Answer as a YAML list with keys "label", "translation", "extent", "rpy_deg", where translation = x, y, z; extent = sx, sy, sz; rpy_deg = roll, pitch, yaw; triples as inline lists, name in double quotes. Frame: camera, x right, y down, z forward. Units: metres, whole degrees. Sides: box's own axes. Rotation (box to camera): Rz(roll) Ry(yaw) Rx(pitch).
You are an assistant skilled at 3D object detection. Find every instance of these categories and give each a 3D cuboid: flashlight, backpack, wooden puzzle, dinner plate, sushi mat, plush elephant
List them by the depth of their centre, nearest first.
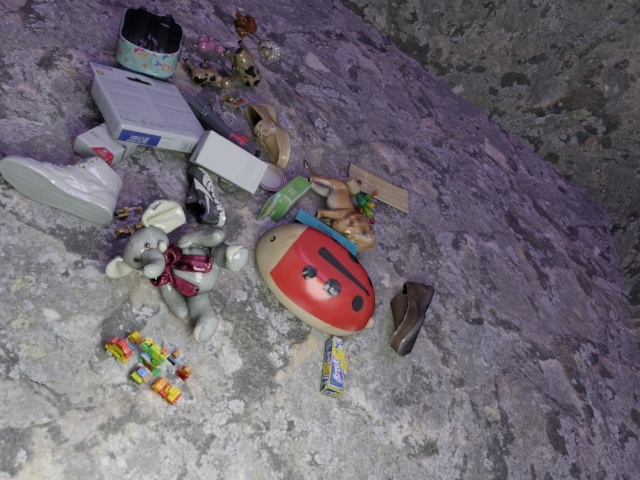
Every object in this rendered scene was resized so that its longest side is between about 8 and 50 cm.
- label: "plush elephant"
  translation: [-0.384, 0.052, 1.280]
  extent: [0.255, 0.272, 0.330]
  rpy_deg: [18, 16, -42]
- label: "backpack"
  translation: [-0.605, -0.680, 1.765]
  extent: [0.224, 0.191, 0.254]
  rpy_deg: [11, 40, -23]
- label: "flashlight"
  translation: [-0.349, -0.393, 1.800]
  extent: [0.304, 0.103, 0.103]
  rpy_deg: [44, 46, 9]
- label: "dinner plate"
  translation: [-0.190, -0.233, 1.838]
  extent: [0.141, 0.017, 0.141]
  rpy_deg: [21, 46, -23]
- label: "wooden puzzle"
  translation: [-0.335, -0.545, 1.956]
  extent: [0.116, 0.014, 0.079]
  rpy_deg: [20, 44, 16]
- label: "sushi mat"
  translation: [0.252, -0.228, 2.167]
  extent: [0.316, 0.019, 0.152]
  rpy_deg: [23, 46, -20]

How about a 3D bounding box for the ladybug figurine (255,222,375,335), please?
- label: "ladybug figurine"
  translation: [0.005, 0.107, 1.554]
  extent: [0.449, 0.162, 0.305]
  rpy_deg: [39, 44, -2]

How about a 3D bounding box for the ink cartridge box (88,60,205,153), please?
- label: "ink cartridge box"
  translation: [-0.562, -0.426, 1.634]
  extent: [0.324, 0.071, 0.330]
  rpy_deg: [1, 45, -49]

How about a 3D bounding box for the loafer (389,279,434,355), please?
- label: "loafer"
  translation: [0.293, 0.261, 1.730]
  extent: [0.130, 0.134, 0.366]
  rpy_deg: [22, 30, 13]

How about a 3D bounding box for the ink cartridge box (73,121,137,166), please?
- label: "ink cartridge box"
  translation: [-0.643, -0.288, 1.507]
  extent: [0.109, 0.063, 0.150]
  rpy_deg: [40, 41, -3]

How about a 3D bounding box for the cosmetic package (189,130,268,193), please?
- label: "cosmetic package"
  translation: [-0.301, -0.257, 1.656]
  extent: [0.231, 0.085, 0.118]
  rpy_deg: [30, 84, -32]

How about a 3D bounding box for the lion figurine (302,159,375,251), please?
- label: "lion figurine"
  translation: [0.064, -0.134, 1.847]
  extent: [0.239, 0.142, 0.393]
  rpy_deg: [4, 58, -23]

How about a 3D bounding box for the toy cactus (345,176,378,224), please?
- label: "toy cactus"
  translation: [0.159, -0.178, 1.961]
  extent: [0.181, 0.112, 0.219]
  rpy_deg: [53, 22, -40]

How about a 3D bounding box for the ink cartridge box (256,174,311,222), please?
- label: "ink cartridge box"
  translation: [-0.125, -0.135, 1.735]
  extent: [0.062, 0.109, 0.209]
  rpy_deg: [41, 41, 2]

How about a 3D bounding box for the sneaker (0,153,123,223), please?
- label: "sneaker"
  translation: [-0.689, -0.175, 1.357]
  extent: [0.292, 0.108, 0.169]
  rpy_deg: [30, 40, -27]

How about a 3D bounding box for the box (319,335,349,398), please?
- label: "box"
  translation: [0.042, 0.373, 1.479]
  extent: [0.059, 0.054, 0.169]
  rpy_deg: [26, 45, -17]

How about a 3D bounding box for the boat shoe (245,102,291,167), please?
- label: "boat shoe"
  translation: [-0.205, -0.401, 1.902]
  extent: [0.110, 0.122, 0.341]
  rpy_deg: [1, 45, -31]

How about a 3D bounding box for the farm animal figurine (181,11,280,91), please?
- label: "farm animal figurine"
  translation: [-0.332, -0.700, 1.979]
  extent: [0.172, 0.330, 0.326]
  rpy_deg: [57, 15, 20]

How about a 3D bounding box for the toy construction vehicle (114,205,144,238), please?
- label: "toy construction vehicle"
  translation: [-0.538, -0.055, 1.412]
  extent: [0.098, 0.035, 0.086]
  rpy_deg: [-15, 66, -44]

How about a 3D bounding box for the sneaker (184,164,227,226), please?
- label: "sneaker"
  translation: [-0.385, -0.142, 1.570]
  extent: [0.106, 0.078, 0.235]
  rpy_deg: [-10, 65, -44]

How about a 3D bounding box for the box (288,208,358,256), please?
- label: "box"
  translation: [0.000, 0.000, 1.725]
  extent: [0.244, 0.100, 0.060]
  rpy_deg: [33, 41, -10]

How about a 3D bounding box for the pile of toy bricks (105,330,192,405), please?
- label: "pile of toy bricks"
  translation: [-0.393, 0.280, 1.190]
  extent: [0.212, 0.105, 0.118]
  rpy_deg: [41, 41, -1]
